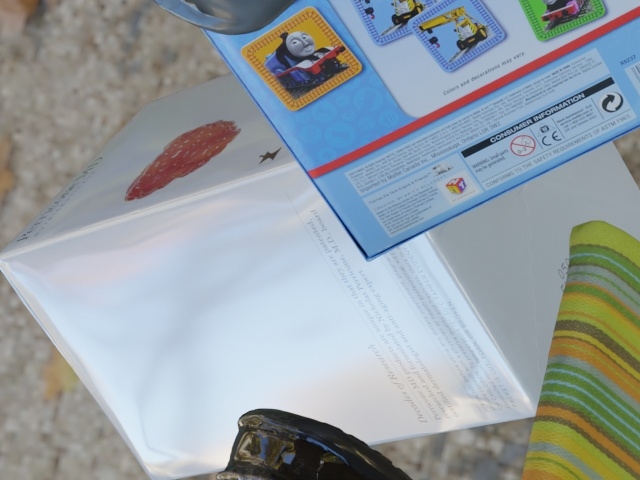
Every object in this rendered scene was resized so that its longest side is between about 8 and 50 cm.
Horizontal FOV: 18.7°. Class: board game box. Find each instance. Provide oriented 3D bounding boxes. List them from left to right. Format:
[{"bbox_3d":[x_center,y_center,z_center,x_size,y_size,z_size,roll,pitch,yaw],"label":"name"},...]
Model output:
[{"bbox_3d":[0.031,-0.107,0.676,0.160,0.211,0.039,-26,33,17],"label":"board game box"}]

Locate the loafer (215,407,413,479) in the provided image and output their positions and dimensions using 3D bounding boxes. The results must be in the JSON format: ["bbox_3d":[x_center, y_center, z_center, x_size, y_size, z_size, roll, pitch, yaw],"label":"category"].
[{"bbox_3d":[0.020,0.161,0.701,0.078,0.220,0.080,-38,20,-31],"label":"loafer"}]

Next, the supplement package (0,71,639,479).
[{"bbox_3d":[0.000,0.000,1.082,0.293,0.175,0.177,-16,25,41],"label":"supplement package"}]

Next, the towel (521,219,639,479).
[{"bbox_3d":[0.074,0.110,0.471,0.021,0.102,0.237,-28,32,45],"label":"towel"}]

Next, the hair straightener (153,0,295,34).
[{"bbox_3d":[0.050,-0.089,0.252,0.230,0.047,0.089,-27,31,35],"label":"hair straightener"}]
